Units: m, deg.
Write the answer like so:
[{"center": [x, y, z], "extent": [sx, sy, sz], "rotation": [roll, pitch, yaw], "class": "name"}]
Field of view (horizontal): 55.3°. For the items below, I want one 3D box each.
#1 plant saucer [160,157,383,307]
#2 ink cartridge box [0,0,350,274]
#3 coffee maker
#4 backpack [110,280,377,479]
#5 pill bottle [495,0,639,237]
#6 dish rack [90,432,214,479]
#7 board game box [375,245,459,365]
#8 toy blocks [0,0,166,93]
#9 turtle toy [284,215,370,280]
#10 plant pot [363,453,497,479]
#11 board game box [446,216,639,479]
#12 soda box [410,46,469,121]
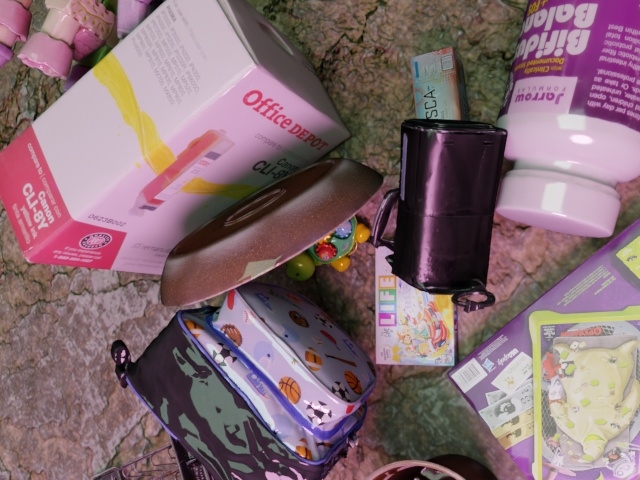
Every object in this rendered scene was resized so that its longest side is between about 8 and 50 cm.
[{"center": [-0.071, -0.024, 0.754], "extent": [0.310, 0.311, 0.050], "rotation": [-25, 104, 20], "class": "plant saucer"}, {"center": [-0.190, -0.125, 0.829], "extent": [0.384, 0.279, 0.160], "rotation": [-36, 70, 17], "class": "ink cartridge box"}, {"center": [0.146, -0.040, 0.668], "extent": [0.171, 0.120, 0.178], "rotation": [26, 119, 52], "class": "coffee maker"}, {"center": [-0.061, 0.174, 0.735], "extent": [0.213, 0.263, 0.276], "rotation": [-43, 76, 6], "class": "backpack"}, {"center": [0.290, -0.163, 0.670], "extent": [0.169, 0.169, 0.302], "rotation": [14, 88, 26], "class": "pill bottle"}, {"center": [-0.242, 0.403, 0.890], "extent": [0.271, 0.074, 0.208], "rotation": [-28, 71, 19], "class": "dish rack"}, {"center": [0.124, 0.083, 0.791], "extent": [0.103, 0.026, 0.154], "rotation": [-4, 81, 25], "class": "board game box"}, {"center": [-0.309, -0.228, 0.901], "extent": [0.308, 0.288, 0.260], "rotation": [17, 84, 24], "class": "toy blocks"}, {"center": [0.000, 0.000, 0.839], "extent": [0.095, 0.066, 0.130], "rotation": [37, 98, 25], "class": "turtle toy"}, {"center": [0.134, 0.313, 0.675], "extent": [0.166, 0.165, 0.167], "rotation": [-4, 81, 25], "class": "plant pot"}, {"center": [0.337, 0.125, 0.674], "extent": [0.347, 0.056, 0.208], "rotation": [-43, 63, 14], "class": "board game box"}, {"center": [0.159, -0.149, 0.788], "extent": [0.058, 0.063, 0.183], "rotation": [-9, 79, 25], "class": "soda box"}]
